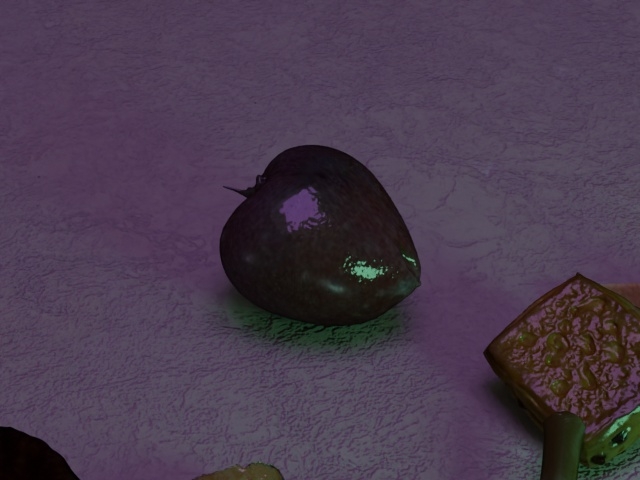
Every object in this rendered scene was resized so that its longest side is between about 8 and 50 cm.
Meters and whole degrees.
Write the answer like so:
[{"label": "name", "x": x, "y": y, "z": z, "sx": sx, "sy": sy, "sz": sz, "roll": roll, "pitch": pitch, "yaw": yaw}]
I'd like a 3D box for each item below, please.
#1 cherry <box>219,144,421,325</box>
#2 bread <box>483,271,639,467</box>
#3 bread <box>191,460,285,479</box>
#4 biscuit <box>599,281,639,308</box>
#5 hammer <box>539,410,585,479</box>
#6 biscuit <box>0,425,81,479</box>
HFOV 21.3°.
[{"label": "cherry", "x": 0.000, "y": 0.000, "z": 2.360, "sx": 0.307, "sy": 0.221, "sz": 0.261, "roll": 28, "pitch": 48, "yaw": 7}, {"label": "bread", "x": 0.353, "y": 0.171, "z": 2.239, "sx": 0.210, "sy": 0.099, "sz": 0.235, "roll": -39, "pitch": 55, "yaw": -12}, {"label": "bread", "x": -0.097, "y": 0.326, "z": 2.023, "sx": 0.125, "sy": 0.082, "sz": 0.106, "roll": -2, "pitch": 46, "yaw": -27}, {"label": "biscuit", "x": 0.429, "y": 0.144, "z": 2.374, "sx": 0.160, "sy": 0.030, "sz": 0.250, "roll": -1, "pitch": 37, "yaw": -10}, {"label": "hammer", "x": 0.279, "y": 0.320, "z": 2.035, "sx": 0.201, "sy": 0.113, "sz": 0.305, "roll": 10, "pitch": 43, "yaw": 2}, {"label": "biscuit", "x": -0.456, "y": 0.355, "z": 1.927, "sx": 0.407, "sy": 0.091, "sz": 0.407, "roll": 2, "pitch": 37, "yaw": -2}]
